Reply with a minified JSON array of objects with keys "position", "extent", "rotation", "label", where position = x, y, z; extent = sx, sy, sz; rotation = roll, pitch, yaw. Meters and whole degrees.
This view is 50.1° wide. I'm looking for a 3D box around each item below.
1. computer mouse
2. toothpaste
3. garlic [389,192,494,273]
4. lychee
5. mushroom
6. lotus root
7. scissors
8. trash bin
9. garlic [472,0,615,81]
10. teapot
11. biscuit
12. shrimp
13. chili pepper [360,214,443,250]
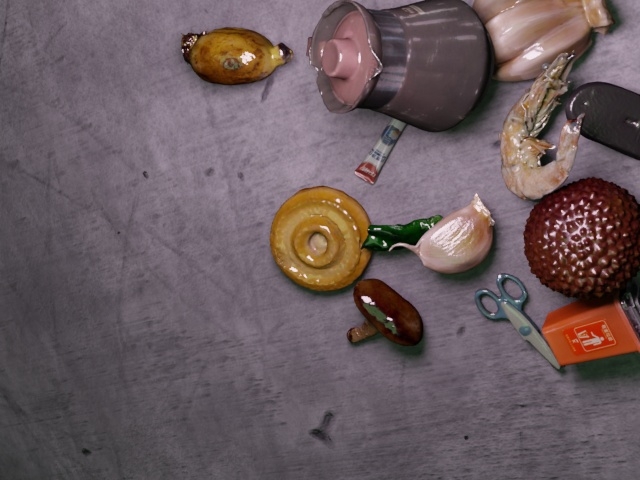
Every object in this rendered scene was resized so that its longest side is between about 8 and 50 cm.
[{"position":[0.686,-0.274,1.563],"extent":[0.270,0.086,0.137],"rotation":[22,105,3],"label":"computer mouse"},{"position":[0.170,-0.255,1.771],"extent":[0.062,0.039,0.239],"rotation":[32,115,1],"label":"toothpaste"},{"position":[0.322,0.022,1.730],"extent":[0.267,0.128,0.148],"rotation":[-29,70,-3],"label":"garlic"},{"position":[0.609,-0.004,1.572],"extent":[0.276,0.304,0.275],"rotation":[8,144,6],"label":"lychee"},{"position":[0.156,0.232,1.879],"extent":[0.227,0.148,0.217],"rotation":[45,132,12],"label":"mushroom"},{"position":[-0.221,-0.473,1.771],"extent":[0.314,0.169,0.141],"rotation":[8,121,16],"label":"lotus root"},{"position":[0.528,0.220,1.778],"extent":[0.138,0.041,0.289],"rotation":[-41,86,25],"label":"scissors"},{"position":[0.676,0.201,1.664],"extent":[0.239,0.184,0.161],"rotation":[-26,95,34],"label":"trash bin"},{"position":[0.475,-0.512,1.550],"extent":[0.325,0.132,0.278],"rotation":[-13,94,17],"label":"garlic"},{"position":[0.153,-0.411,1.549],"extent":[0.376,0.362,0.305],"rotation":[35,121,51],"label":"teapot"},{"position":[0.000,0.000,1.867],"extent":[0.297,0.102,0.296],"rotation":[4,105,16],"label":"biscuit"},{"position":[0.510,-0.253,1.555],"extent":[0.085,0.247,0.360],"rotation":[-2,126,-23],"label":"shrimp"},{"position":[0.213,-0.012,1.774],"extent":[0.225,0.061,0.098],"rotation":[-11,134,-4],"label":"chili pepper"}]
